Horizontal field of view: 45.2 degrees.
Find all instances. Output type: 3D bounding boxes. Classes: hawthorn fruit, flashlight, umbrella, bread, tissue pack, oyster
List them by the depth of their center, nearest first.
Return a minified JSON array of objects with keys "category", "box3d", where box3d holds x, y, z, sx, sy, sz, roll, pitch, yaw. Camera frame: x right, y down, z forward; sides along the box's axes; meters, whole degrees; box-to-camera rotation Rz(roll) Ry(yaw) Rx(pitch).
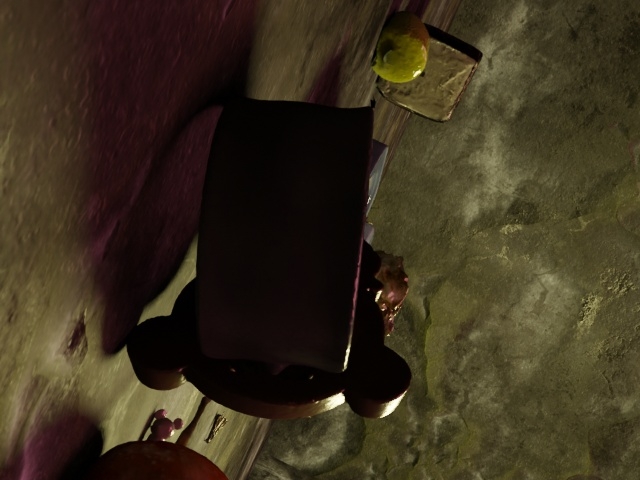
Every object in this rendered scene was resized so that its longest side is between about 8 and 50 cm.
[{"category":"hawthorn fruit","box3d":[-0.212,0.347,0.911,0.231,0.263,0.235,-29,163,1]},{"category":"flashlight","box3d":[-0.254,0.308,1.156,0.110,0.052,0.031,-57,-152,-10]},{"category":"bread","box3d":[0.175,-0.407,1.624,0.129,0.111,0.114,115,-4,-48]},{"category":"oyster","box3d":[0.044,0.093,1.672,0.133,0.337,0.198,41,70,-38]},{"category":"umbrella","box3d":[-0.242,0.434,1.785,0.083,0.031,0.020,-62,-155,-10]},{"category":"tissue pack","box3d":[0.278,-0.427,1.948,0.198,0.210,0.370,-61,177,21]}]

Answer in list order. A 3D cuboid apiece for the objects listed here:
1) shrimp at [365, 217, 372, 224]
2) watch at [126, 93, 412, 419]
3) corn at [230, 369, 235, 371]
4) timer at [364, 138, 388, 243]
[{"category":"shrimp","box3d":[0.043,0.054,2.325,0.317,0.077,0.168,-53,176,9]},{"category":"watch","box3d":[-0.037,-0.006,0.852,0.335,0.314,0.327,-81,179,-54]},{"category":"corn","box3d":[-0.142,0.142,1.238,0.087,0.087,0.211,39,73,-84]},{"category":"timer","box3d":[0.000,0.000,1.426,0.395,0.173,0.395,25,90,-85]}]
